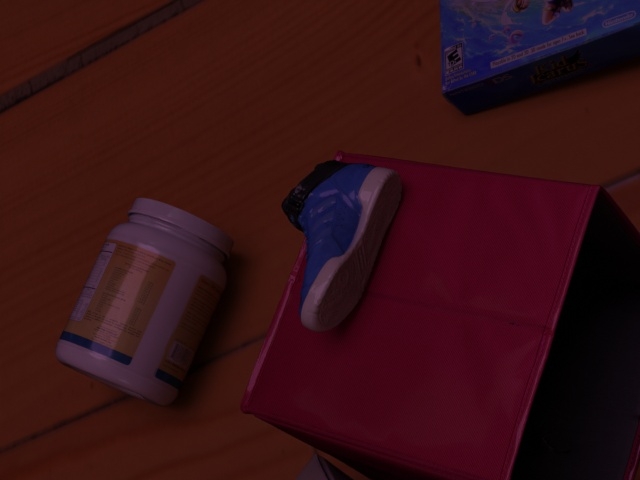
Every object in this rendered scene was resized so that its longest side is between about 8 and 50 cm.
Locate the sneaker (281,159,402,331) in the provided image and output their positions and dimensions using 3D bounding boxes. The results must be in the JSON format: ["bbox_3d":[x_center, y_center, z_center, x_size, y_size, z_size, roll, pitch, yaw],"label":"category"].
[{"bbox_3d":[0.000,0.000,1.025,0.084,0.058,0.152,15,71,31],"label":"sneaker"}]

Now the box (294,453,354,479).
[{"bbox_3d":[-0.038,0.364,1.114,0.311,0.148,0.121,-53,9,0],"label":"box"}]

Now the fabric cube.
[{"bbox_3d":[0.133,0.098,1.092,0.258,0.254,0.259,10,73,35],"label":"fabric cube"}]

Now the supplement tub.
[{"bbox_3d":[-0.190,0.068,1.375,0.144,0.144,0.200,15,75,36],"label":"supplement tub"}]

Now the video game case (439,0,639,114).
[{"bbox_3d":[0.251,-0.286,1.312,0.269,0.061,0.244,-17,58,32],"label":"video game case"}]
